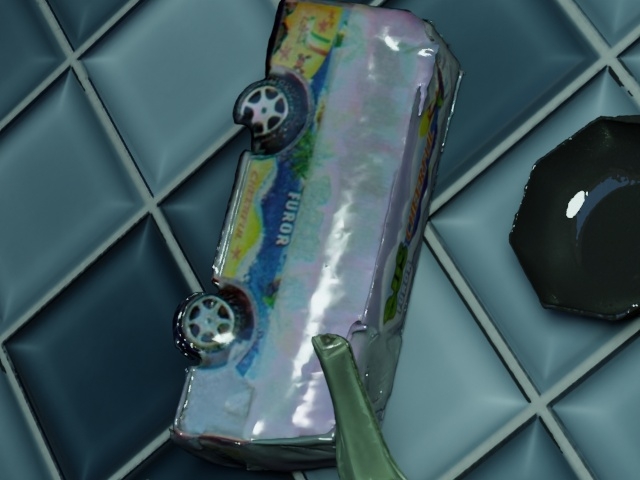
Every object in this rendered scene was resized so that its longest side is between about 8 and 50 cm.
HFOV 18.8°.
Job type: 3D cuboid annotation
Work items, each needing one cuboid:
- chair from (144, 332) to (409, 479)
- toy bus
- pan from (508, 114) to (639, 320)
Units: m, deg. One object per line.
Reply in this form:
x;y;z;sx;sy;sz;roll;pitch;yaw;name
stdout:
0.002;0.230;1.140;0.190;0.274;0.203;-31;52;-8;chair
0.000;0.000;1.285;0.138;0.112;0.317;6;76;25;toy bus
0.214;-0.031;1.183;0.202;0.048;0.128;-36;57;19;pan
